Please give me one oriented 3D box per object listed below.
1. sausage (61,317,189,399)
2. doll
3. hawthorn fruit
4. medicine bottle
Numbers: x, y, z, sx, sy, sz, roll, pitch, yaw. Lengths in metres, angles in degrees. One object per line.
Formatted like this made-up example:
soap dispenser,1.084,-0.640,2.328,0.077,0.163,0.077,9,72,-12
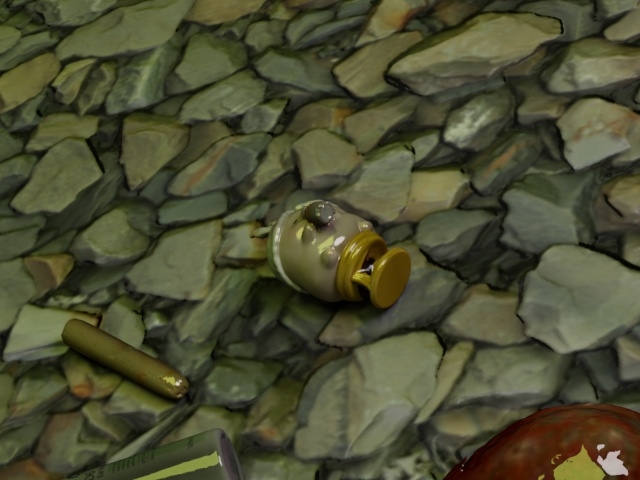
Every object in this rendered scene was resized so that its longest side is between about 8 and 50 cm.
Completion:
sausage,-0.145,0.087,1.064,0.132,0.024,0.024,21,57,40
doll,0.000,0.000,1.045,0.127,0.084,0.073,23,57,31
hawthorn fruit,0.110,0.183,0.749,0.235,0.181,0.181,-23,36,33
medicine bottle,-0.149,0.179,0.945,0.199,0.057,0.057,-19,41,6
